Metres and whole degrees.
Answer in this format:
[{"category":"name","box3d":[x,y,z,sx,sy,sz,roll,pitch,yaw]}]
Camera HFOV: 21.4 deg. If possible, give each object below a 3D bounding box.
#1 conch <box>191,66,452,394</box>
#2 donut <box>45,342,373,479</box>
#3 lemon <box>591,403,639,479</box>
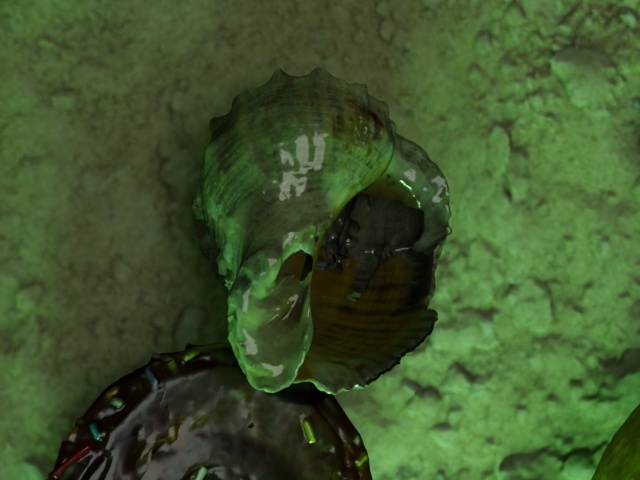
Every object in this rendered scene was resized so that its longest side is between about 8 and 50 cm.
[{"category":"conch","box3d":[0.000,0.000,1.124,0.178,0.163,0.245,12,56,-4]},{"category":"donut","box3d":[-0.078,0.177,1.120,0.230,0.096,0.216,4,81,-22]},{"category":"lemon","box3d":[0.345,0.216,1.173,0.348,0.348,0.348,2,84,-22]}]
